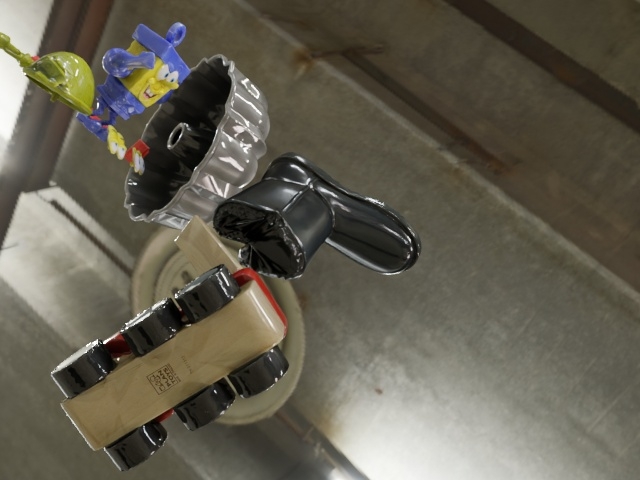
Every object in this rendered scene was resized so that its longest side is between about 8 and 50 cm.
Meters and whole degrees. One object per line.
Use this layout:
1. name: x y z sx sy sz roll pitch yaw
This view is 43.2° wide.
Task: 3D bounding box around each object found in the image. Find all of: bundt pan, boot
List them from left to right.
1. bundt pan: -0.208 -0.156 1.438 0.331 0.124 0.330 -33 -139 35
2. boot: 0.000 0.000 1.028 0.246 0.207 0.094 35 -58 0

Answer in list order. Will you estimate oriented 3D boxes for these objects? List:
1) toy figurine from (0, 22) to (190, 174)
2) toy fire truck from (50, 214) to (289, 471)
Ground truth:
1. toy figurine: -0.302 -0.271 1.214 0.217 0.362 0.191 -45 -104 -3
2. toy fire truck: -0.150 0.085 0.851 0.217 0.246 0.158 -32 -81 7
